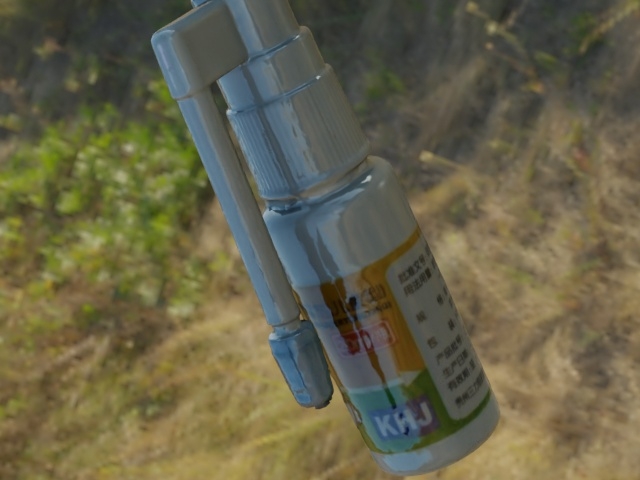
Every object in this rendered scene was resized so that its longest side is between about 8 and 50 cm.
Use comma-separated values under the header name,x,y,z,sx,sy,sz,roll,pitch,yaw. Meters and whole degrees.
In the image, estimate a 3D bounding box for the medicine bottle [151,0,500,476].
name,x,y,z,sx,sy,sz,roll,pitch,yaw
medicine bottle,0.000,0.000,0.629,0.061,0.221,0.092,-12,21,38
